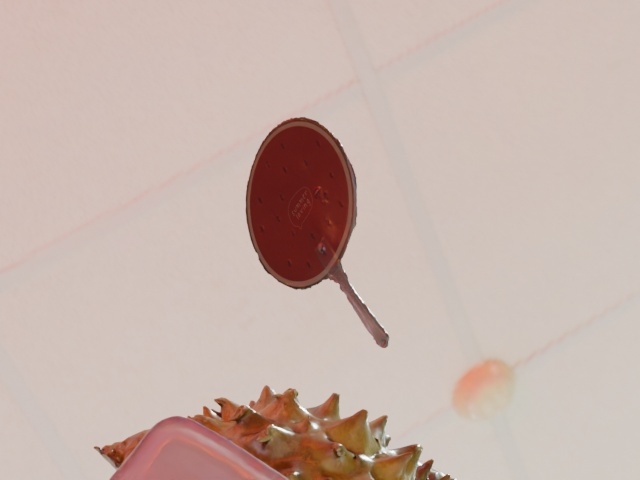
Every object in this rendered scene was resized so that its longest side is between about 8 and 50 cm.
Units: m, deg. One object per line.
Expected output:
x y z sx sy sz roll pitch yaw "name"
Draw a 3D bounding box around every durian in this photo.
0.036 0.173 0.936 0.341 0.191 0.112 26 -115 -20 "durian"

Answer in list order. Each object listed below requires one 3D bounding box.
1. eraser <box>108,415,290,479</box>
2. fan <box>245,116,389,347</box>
-0.010 0.178 0.378 0.204 0.243 0.059 -44 -24 -39 "eraser"
0.000 0.000 0.676 0.005 0.133 0.085 -1 -41 -40 "fan"
